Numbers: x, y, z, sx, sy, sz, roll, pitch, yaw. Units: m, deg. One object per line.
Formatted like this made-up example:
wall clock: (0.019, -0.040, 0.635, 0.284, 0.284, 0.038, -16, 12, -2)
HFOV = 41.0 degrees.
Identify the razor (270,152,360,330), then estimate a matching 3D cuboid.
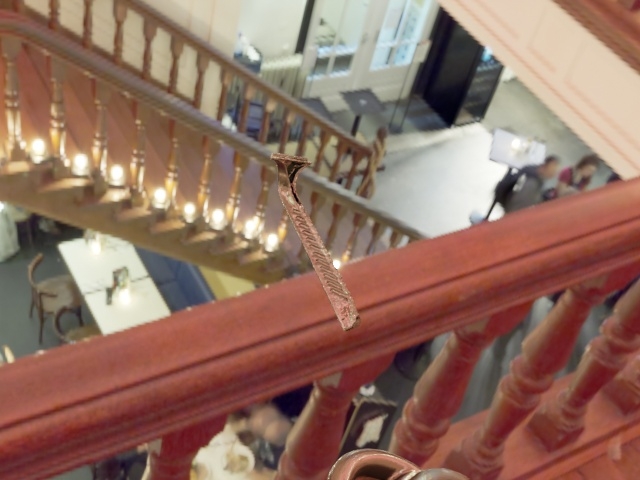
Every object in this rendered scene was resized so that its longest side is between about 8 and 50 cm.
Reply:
razor: (-0.005, 0.003, 0.864, 0.066, 0.033, 0.190, -2, 67, -59)

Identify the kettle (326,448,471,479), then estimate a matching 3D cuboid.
kettle: (0.117, 0.375, 1.035, 0.268, 0.207, 0.290, 35, 25, -6)
